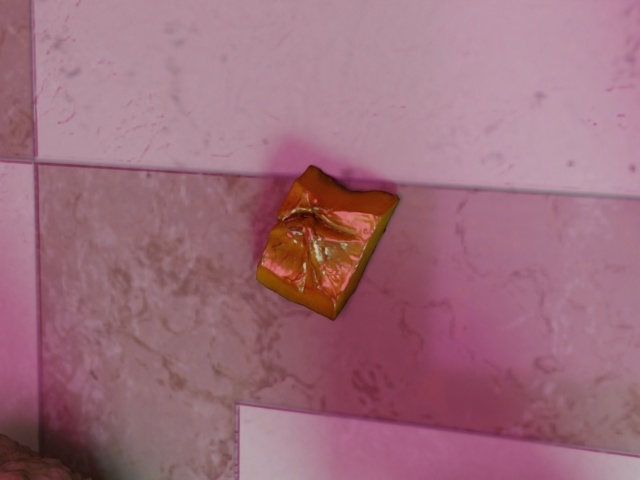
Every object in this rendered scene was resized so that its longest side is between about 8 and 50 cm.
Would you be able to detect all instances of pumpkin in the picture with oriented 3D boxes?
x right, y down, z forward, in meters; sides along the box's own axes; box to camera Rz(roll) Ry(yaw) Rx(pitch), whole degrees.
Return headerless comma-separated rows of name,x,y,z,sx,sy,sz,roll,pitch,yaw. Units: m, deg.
pumpkin,0.000,0.002,0.835,0.073,0.035,0.101,26,105,12

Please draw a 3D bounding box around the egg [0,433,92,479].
egg,-0.238,0.285,0.857,0.279,0.279,0.310,-36,76,22
